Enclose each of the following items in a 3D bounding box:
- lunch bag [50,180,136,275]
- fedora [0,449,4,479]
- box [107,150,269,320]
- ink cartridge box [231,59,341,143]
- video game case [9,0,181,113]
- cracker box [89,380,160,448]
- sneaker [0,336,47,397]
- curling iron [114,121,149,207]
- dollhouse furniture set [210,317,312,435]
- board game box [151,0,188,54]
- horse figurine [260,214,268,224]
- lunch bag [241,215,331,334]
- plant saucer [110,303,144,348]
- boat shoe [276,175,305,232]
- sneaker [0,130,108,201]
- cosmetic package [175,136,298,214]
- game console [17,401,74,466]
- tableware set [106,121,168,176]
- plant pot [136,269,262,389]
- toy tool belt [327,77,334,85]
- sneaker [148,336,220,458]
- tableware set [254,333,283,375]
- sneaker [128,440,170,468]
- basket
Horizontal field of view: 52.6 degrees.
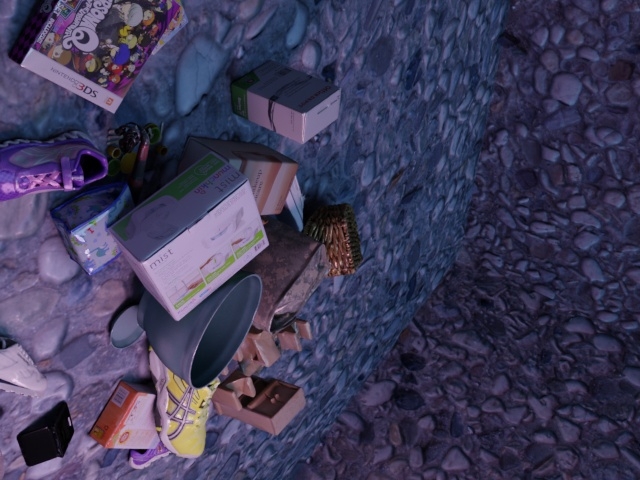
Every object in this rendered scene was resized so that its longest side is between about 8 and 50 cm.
[{"bbox_3d":[-0.423,-0.032,1.255,0.151,0.096,0.128,-37,146,-27],"label":"lunch bag"},{"bbox_3d":[-0.632,0.297,1.087,0.124,0.244,0.275,-80,166,-49],"label":"fedora"},{"bbox_3d":[-0.254,-0.005,1.310,0.262,0.127,0.231,-41,149,-18],"label":"box"},{"bbox_3d":[-0.078,-0.323,1.502,0.153,0.209,0.086,-42,149,-38],"label":"ink cartridge box"},{"bbox_3d":[-0.363,-0.349,1.071,0.232,0.042,0.210,-56,154,4],"label":"video game case"},{"bbox_3d":[-0.475,0.460,1.694,0.155,0.067,0.232,-60,155,-8],"label":"cracker box"},{"bbox_3d":[-0.588,0.238,1.230,0.235,0.090,0.094,65,37,-67],"label":"sneaker"},{"bbox_3d":[-0.372,-0.124,1.277,0.035,0.068,0.274,-38,159,-39],"label":"curling iron"},{"bbox_3d":[-0.228,0.368,1.998,0.362,0.257,0.393,-40,127,-42],"label":"dollhouse furniture set"},{"bbox_3d":[-0.303,-0.428,1.168,0.103,0.026,0.154,-52,154,-21],"label":"board game box"},{"bbox_3d":[-0.261,0.000,1.551,0.175,0.066,0.263,-31,162,31],"label":"horse figurine"},{"bbox_3d":[-0.146,0.101,1.770,0.287,0.235,0.168,-53,154,-21],"label":"lunch bag"},{"bbox_3d":[-0.453,0.198,1.524,0.119,0.021,0.119,-45,150,-35],"label":"plant saucer"},{"bbox_3d":[-0.080,-0.114,1.855,0.084,0.095,0.258,-47,153,-22],"label":"boat shoe"},{"bbox_3d":[-0.457,-0.117,1.090,0.236,0.105,0.095,-31,142,-48],"label":"sneaker"},{"bbox_3d":[-0.196,-0.147,1.546,0.296,0.129,0.153,-10,126,-60],"label":"cosmetic package"},{"bbox_3d":[-0.615,0.436,1.460,0.107,0.071,0.122,-81,179,-50],"label":"game console"},{"bbox_3d":[-0.367,-0.181,1.301,0.154,0.024,0.103,-25,137,-54],"label":"tableware set"},{"bbox_3d":[-0.295,0.169,1.499,0.293,0.196,0.293,-58,164,-27],"label":"plant pot"},{"bbox_3d":[0.013,-0.413,1.800,0.083,0.052,0.051,-47,120,-38],"label":"toy tool belt"},{"bbox_3d":[-0.339,0.408,1.675,0.145,0.147,0.384,-58,146,-62],"label":"sneaker"},{"bbox_3d":[-0.184,0.391,2.261,0.168,0.020,0.141,-48,152,-31],"label":"tableware set"},{"bbox_3d":[-0.467,0.580,1.839,0.170,0.068,0.071,-28,133,-51],"label":"sneaker"},{"bbox_3d":[0.000,0.000,2.034,0.299,0.223,0.213,-35,115,-78],"label":"basket"}]
